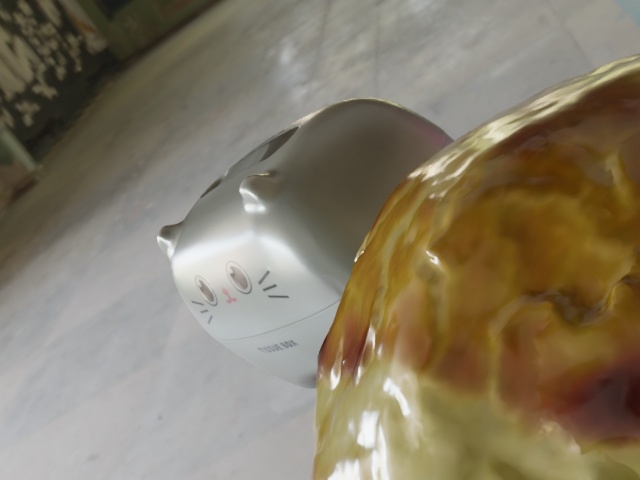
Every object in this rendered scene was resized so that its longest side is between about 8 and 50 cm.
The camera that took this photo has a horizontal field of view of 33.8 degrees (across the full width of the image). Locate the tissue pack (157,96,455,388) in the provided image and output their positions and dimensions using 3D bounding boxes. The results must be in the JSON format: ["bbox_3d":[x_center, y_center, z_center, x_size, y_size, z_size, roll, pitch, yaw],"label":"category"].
[{"bbox_3d":[0.000,0.000,1.028,0.333,0.236,0.229,-22,31,58],"label":"tissue pack"}]

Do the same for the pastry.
[{"bbox_3d":[0.172,0.069,0.492,0.388,0.312,0.388,-33,1,1],"label":"pastry"}]
